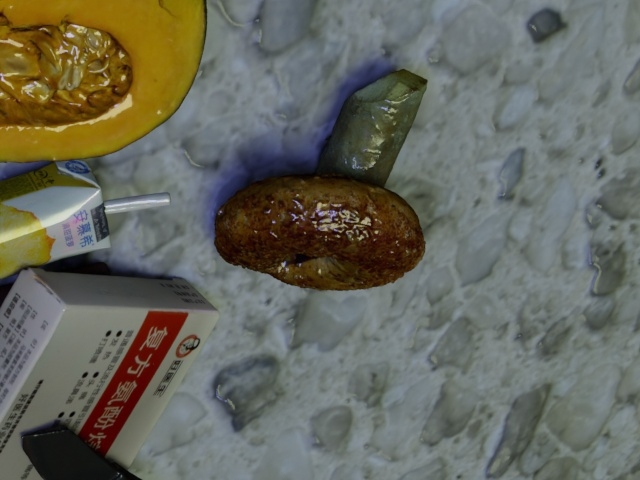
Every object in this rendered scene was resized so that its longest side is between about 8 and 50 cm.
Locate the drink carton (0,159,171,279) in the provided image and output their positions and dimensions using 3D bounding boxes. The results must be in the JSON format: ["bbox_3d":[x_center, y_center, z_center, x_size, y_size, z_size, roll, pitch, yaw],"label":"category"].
[{"bbox_3d":[-0.227,-0.021,1.255,0.200,0.074,0.084,-20,129,-19],"label":"drink carton"}]

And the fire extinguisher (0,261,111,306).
[{"bbox_3d":[-0.266,0.057,1.317,0.173,0.035,0.049,-14,164,-22],"label":"fire extinguisher"}]

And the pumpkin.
[{"bbox_3d":[-0.236,-0.177,1.111,0.317,0.139,0.222,-1,124,-26],"label":"pumpkin"}]

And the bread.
[{"bbox_3d":[0.000,0.000,1.356,0.193,0.064,0.193,1,156,1],"label":"bread"}]

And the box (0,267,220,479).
[{"bbox_3d":[-0.251,0.187,1.341,0.214,0.069,0.353,7,121,-58],"label":"box"}]

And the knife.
[{"bbox_3d":[-0.208,0.208,1.347,0.060,0.028,0.230,-36,149,-2],"label":"knife"}]

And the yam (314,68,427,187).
[{"bbox_3d":[0.040,-0.091,1.367,0.070,0.070,0.146,7,116,-33],"label":"yam"}]
